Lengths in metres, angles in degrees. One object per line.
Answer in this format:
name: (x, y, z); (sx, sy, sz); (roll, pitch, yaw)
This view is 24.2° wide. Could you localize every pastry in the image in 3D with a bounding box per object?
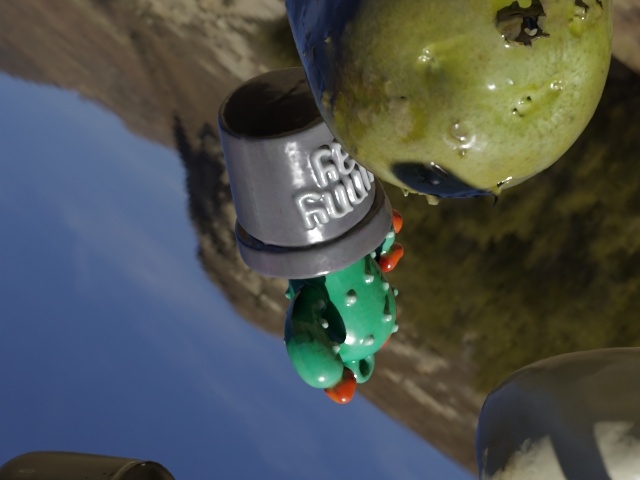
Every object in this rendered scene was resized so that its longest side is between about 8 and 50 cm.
pastry: (0.257, 0.189, 1.272); (0.265, 0.265, 0.133); (35, -139, -46)

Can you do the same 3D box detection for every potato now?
potato: (0.089, -0.205, 1.225); (0.219, 0.270, 0.359); (12, -147, -33)

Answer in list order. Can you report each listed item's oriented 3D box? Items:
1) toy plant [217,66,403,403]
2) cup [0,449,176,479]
toy plant: (0.000, 0.008, 1.736); (0.279, 0.185, 0.400); (-94, -10, -53)
cup: (-0.225, 0.302, 1.382); (0.176, 0.223, 0.169); (-6, 144, 23)
